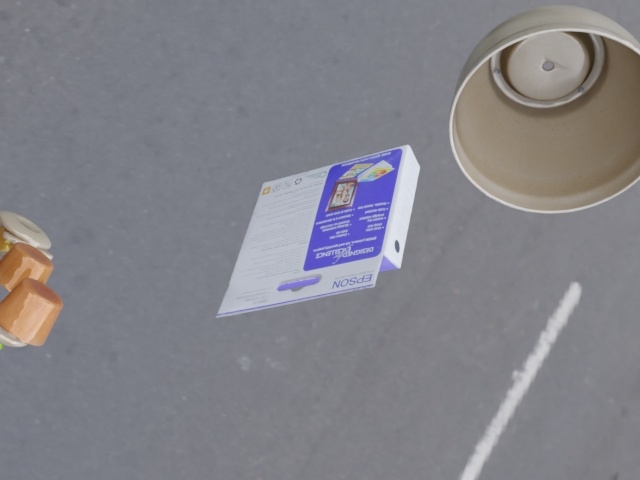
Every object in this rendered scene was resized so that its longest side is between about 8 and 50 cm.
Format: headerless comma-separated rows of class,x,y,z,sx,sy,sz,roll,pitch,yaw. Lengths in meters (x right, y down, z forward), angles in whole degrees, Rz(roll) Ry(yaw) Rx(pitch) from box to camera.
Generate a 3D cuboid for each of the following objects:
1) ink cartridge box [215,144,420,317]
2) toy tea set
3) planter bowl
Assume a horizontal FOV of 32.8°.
ink cartridge box,0.000,0.000,1.206,0.045,0.206,0.208,52,39,-35
toy tea set,-0.450,0.044,1.424,0.200,0.336,0.124,33,97,-29
planter bowl,0.180,-0.117,0.848,0.109,0.162,0.162,-83,151,-52
